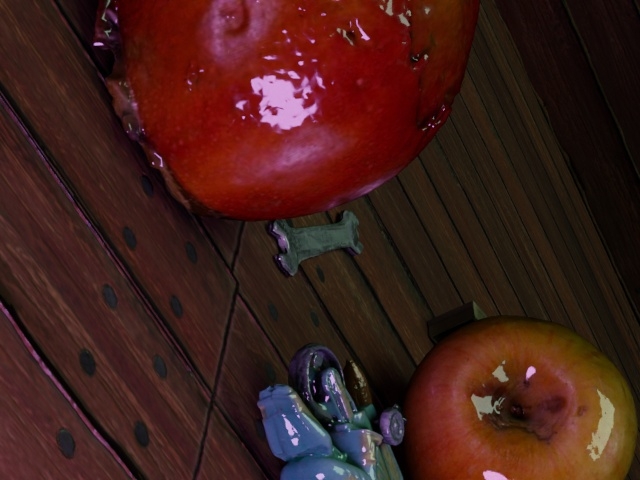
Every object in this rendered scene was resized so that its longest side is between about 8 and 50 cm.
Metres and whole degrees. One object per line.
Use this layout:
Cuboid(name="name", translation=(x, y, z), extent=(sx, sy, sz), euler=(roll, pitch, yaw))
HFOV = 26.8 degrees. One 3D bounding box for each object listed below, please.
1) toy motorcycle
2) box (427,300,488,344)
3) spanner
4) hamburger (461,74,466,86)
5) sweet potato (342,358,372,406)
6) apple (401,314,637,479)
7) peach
Cuboid(name="toy motorcycle", translation=(0.017, 0.253, 1.323), extent=(0.198, 0.109, 0.296), euler=(-45, 116, -59))
Cuboid(name="box", translation=(0.208, 0.136, 1.968), extent=(0.079, 0.083, 0.035), euler=(46, 28, -35))
Cuboid(name="spanner", translation=(0.000, 0.000, 1.626), extent=(0.302, 0.017, 0.071), euler=(-9, 80, -71))
Cuboid(name="hamburger", translation=(0.143, -0.317, 2.148), extent=(0.243, 0.146, 0.286), euler=(42, 27, -66))
Cuboid(name="sweet potato", translation=(0.041, 0.178, 1.546), extent=(0.034, 0.034, 0.095), euler=(-54, 133, -68))
Cuboid(name="apple", translation=(0.240, 0.242, 1.670), extent=(0.275, 0.299, 0.299), euler=(101, -17, -60))
Cuboid(name="peach", translation=(-0.029, -0.217, 1.315), extent=(0.353, 0.416, 0.339), euler=(38, 7, 40))
